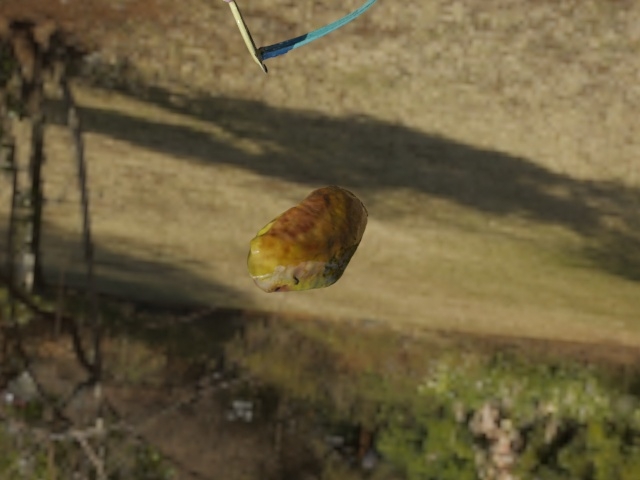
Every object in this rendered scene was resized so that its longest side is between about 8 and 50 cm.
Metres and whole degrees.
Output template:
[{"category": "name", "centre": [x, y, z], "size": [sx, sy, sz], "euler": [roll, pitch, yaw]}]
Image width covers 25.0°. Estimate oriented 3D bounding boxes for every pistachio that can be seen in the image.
[{"category": "pistachio", "centre": [0.000, 0.000, 1.474], "size": [0.173, 0.089, 0.049], "euler": [-38, -173, -35]}]

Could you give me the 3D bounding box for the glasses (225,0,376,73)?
[{"category": "glasses", "centre": [-0.018, -0.304, 1.519], "size": [0.220, 0.189, 0.088], "euler": [-31, -140, -23]}]
